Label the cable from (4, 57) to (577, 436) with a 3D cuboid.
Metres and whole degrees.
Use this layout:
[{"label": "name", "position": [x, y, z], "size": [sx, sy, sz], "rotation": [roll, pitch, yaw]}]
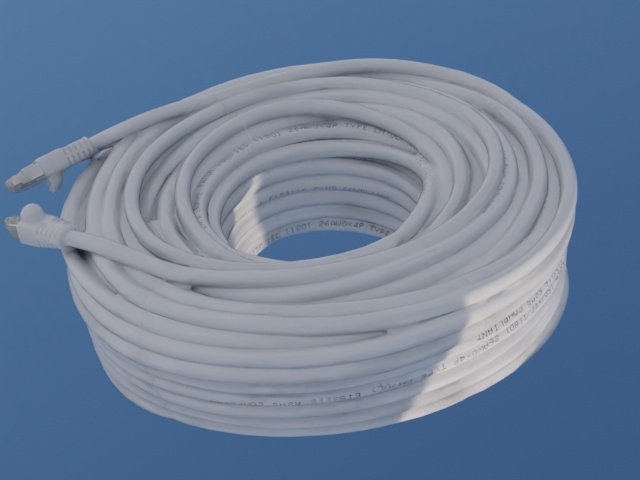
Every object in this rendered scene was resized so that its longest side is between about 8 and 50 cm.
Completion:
[{"label": "cable", "position": [0.000, 0.000, 0.970], "size": [0.257, 0.089, 0.257], "rotation": [-28, -140, -28]}]
